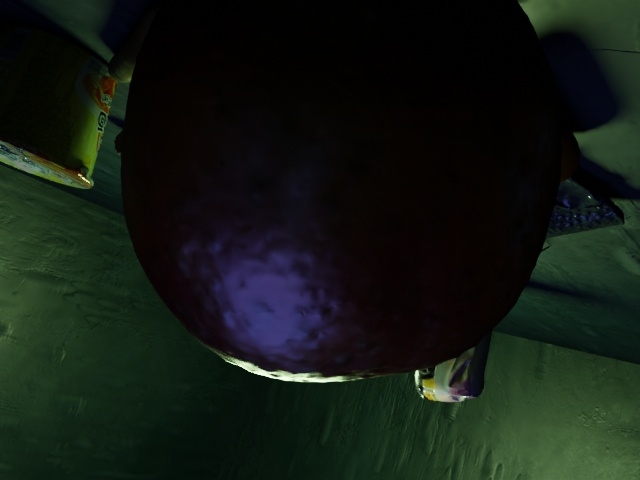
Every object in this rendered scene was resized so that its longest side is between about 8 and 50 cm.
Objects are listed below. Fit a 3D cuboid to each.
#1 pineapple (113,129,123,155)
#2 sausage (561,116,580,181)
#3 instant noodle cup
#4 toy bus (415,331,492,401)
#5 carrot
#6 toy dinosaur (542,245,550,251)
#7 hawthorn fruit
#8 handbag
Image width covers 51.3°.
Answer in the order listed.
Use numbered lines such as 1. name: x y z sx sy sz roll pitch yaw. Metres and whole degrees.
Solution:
1. pineapple: -0.420 -0.206 1.567 0.074 0.074 0.159 15 173 14
2. sausage: 0.250 -0.126 0.786 0.076 0.076 0.197 10 168 38
3. instant noodle cup: -0.481 -0.228 1.137 0.264 0.200 0.264 17 170 3
4. toy bus: 0.389 0.265 1.866 0.162 0.386 0.171 5 166 34
5. carrot: -0.249 -0.264 0.942 0.070 0.070 0.342 22 171 -27
6. toy dinosaur: 0.371 0.022 1.362 0.220 0.032 0.108 -4 142 -11
7. hawthorn fruit: 0.017 -0.098 0.576 0.403 0.403 0.403 17 171 3
8. handbag: 0.319 -0.070 1.003 0.270 0.088 0.175 24 161 -32
